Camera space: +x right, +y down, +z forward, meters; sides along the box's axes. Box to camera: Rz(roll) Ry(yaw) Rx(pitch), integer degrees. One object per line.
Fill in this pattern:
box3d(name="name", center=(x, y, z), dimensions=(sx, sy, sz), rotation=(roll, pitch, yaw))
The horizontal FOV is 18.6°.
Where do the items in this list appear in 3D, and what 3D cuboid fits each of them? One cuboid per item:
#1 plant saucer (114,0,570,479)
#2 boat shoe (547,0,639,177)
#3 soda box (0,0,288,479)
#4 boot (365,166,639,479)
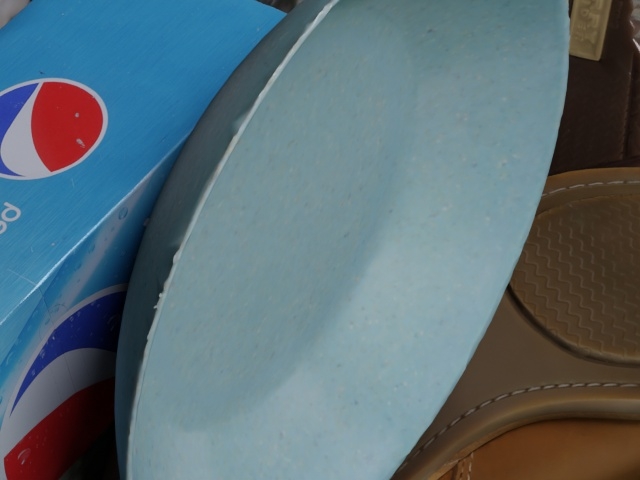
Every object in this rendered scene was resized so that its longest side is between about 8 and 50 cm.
box3d(name="plant saucer", center=(0.000, 0.000, 0.508), dimensions=(0.195, 0.037, 0.195), rotation=(-44, 149, -35))
box3d(name="boat shoe", center=(0.105, -0.067, 0.741), dimensions=(0.095, 0.095, 0.257), rotation=(-24, 135, -64))
box3d(name="soda box", center=(-0.089, 0.019, 0.489), dimensions=(0.210, 0.071, 0.067), rotation=(-48, 149, -28))
box3d(name="boot", center=(0.061, 0.098, 0.699), dimensions=(0.283, 0.109, 0.220), rotation=(-19, 143, -19))
